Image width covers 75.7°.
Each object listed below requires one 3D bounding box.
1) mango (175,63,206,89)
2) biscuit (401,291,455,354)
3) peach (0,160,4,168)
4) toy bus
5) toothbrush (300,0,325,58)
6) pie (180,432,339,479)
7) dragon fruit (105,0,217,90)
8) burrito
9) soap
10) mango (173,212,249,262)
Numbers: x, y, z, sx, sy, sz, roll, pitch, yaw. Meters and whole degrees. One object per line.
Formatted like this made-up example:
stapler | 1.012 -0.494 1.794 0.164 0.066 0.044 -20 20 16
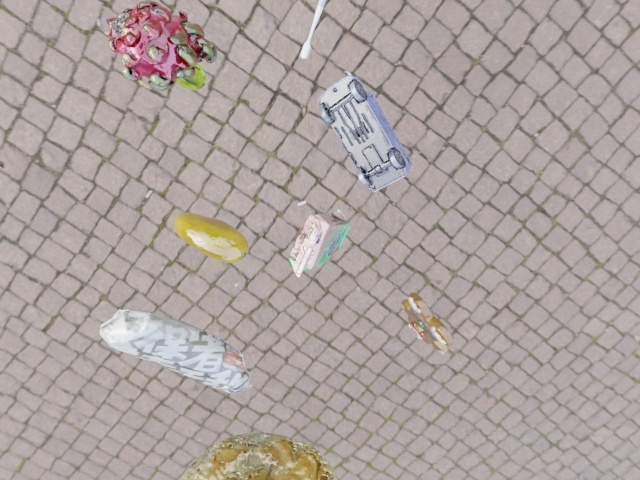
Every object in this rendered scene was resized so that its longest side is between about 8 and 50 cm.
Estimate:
mango | -0.445 -0.555 1.348 0.074 0.165 0.091 9 84 27
biscuit | 0.217 0.182 0.867 0.031 0.205 0.138 -37 74 -6
peach | -0.499 -0.104 0.521 0.151 0.151 0.118 -40 110 11
toy bus | 0.125 -0.288 1.099 0.125 0.133 0.292 -26 101 36
toothbrush | 0.009 -0.710 1.216 0.025 0.030 0.343 26 111 11
pie | -0.082 0.400 0.573 0.274 0.274 0.055 9 125 -6
dragon fruit | -0.397 -0.509 1.055 0.218 0.273 0.198 19 141 19
burrito | -0.310 0.283 1.017 0.139 0.101 0.445 -34 129 22
soap | -0.002 -0.001 1.372 0.098 0.273 0.218 30 102 14
mango | -0.435 -0.015 1.614 0.331 0.195 0.143 22 98 3
